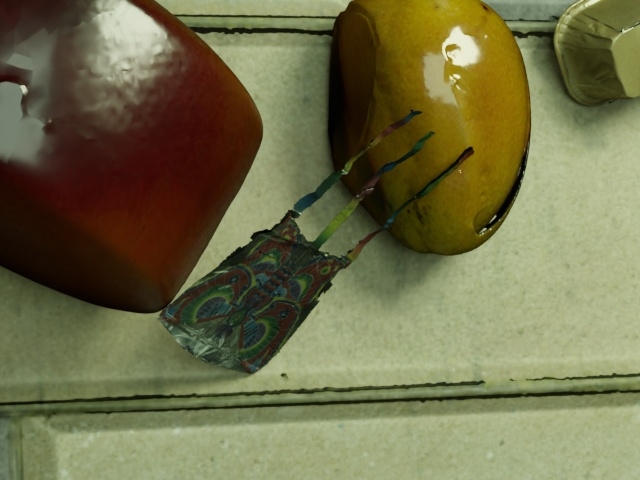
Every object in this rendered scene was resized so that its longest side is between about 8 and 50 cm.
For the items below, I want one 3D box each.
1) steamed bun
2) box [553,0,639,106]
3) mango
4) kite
[{"bbox_3d":[-0.237,-0.111,1.378,0.379,0.248,0.235,30,75,-8],"label":"steamed bun"},{"bbox_3d":[0.301,-0.194,1.618,0.177,0.111,0.111,-28,90,-13],"label":"box"},{"bbox_3d":[0.105,-0.104,1.529,0.166,0.136,0.236,3,88,-20],"label":"mango"},{"bbox_3d":[0.000,0.000,1.446,0.285,0.152,0.015,-41,54,8],"label":"kite"}]
